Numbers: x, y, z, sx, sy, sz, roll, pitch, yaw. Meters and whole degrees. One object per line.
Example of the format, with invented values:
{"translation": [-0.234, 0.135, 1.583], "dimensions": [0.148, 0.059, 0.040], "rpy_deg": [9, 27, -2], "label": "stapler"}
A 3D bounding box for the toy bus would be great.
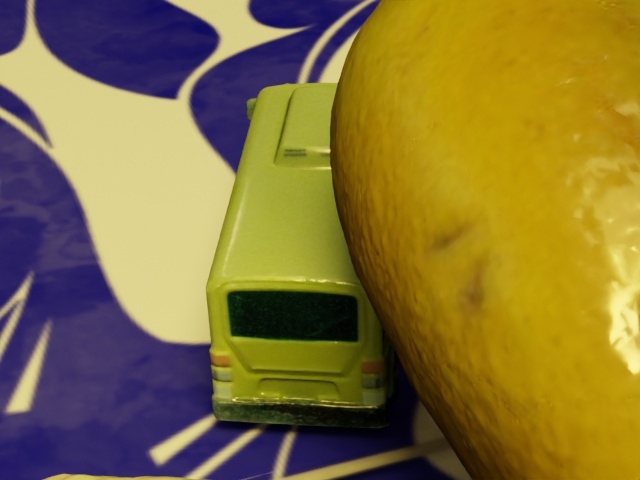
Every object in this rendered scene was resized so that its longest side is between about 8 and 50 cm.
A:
{"translation": [0.000, 0.000, 0.812], "dimensions": [0.088, 0.101, 0.175], "rpy_deg": [1, 38, 7], "label": "toy bus"}

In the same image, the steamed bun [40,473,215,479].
{"translation": [-0.030, 0.180, 0.540], "dimensions": [0.238, 0.153, 0.170], "rpy_deg": [5, 42, 38], "label": "steamed bun"}

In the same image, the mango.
{"translation": [0.114, 0.023, 0.644], "dimensions": [0.182, 0.253, 0.365], "rpy_deg": [-29, 41, 18], "label": "mango"}
